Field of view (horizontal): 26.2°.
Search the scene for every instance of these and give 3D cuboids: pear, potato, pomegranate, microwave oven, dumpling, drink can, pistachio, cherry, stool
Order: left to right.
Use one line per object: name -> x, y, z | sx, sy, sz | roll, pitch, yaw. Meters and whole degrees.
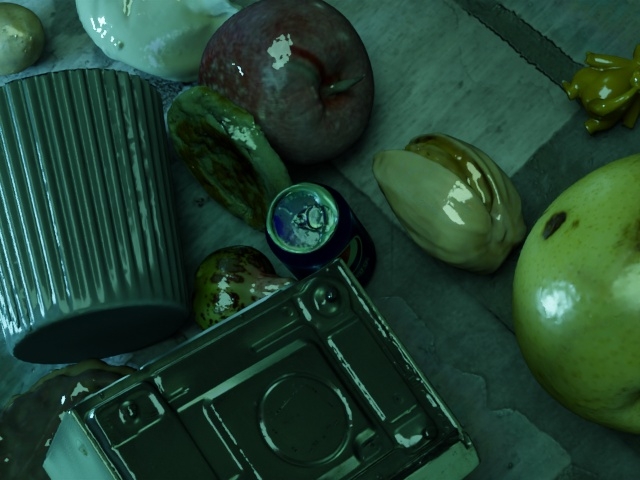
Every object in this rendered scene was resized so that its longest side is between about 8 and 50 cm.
potato -> -0.484, -0.314, 2.106 | 0.147, 0.112, 0.112 | 6, 74, 24
stool -> -0.331, -0.023, 1.872 | 0.297, 0.297, 0.330 | -17, 73, 9
dumpling -> -0.246, -0.366, 1.988 | 0.318, 0.243, 0.187 | 40, 55, 12
pomegranate -> -0.103, 0.068, 1.844 | 0.163, 0.125, 0.138 | -28, 39, 49
microwave oven -> -0.067, 0.256, 1.611 | 0.394, 0.247, 0.333 | -30, 80, -29
cherry -> -0.036, -0.218, 1.880 | 0.285, 0.213, 0.236 | 1, 104, 44
drink can -> 0.000, 0.000, 1.810 | 0.118, 0.205, 0.118 | -5, 72, 14
pistachio -> 0.169, -0.055, 1.824 | 0.157, 0.157, 0.229 | -44, 61, -2
pear -> 0.397, 0.064, 1.616 | 0.348, 0.348, 0.348 | -5, 71, 14

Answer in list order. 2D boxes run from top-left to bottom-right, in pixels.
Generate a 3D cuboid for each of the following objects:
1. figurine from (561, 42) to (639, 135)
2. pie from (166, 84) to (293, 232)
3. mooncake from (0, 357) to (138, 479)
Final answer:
figurine -> 0.417, -0.215, 1.814 | 0.176, 0.122, 0.121 | -35, 100, -5
pie -> -0.121, -0.107, 1.866 | 0.240, 0.240, 0.054 | 38, 65, 23
mooncake -> -0.297, 0.324, 1.794 | 0.324, 0.187, 0.324 | -6, 68, 14
